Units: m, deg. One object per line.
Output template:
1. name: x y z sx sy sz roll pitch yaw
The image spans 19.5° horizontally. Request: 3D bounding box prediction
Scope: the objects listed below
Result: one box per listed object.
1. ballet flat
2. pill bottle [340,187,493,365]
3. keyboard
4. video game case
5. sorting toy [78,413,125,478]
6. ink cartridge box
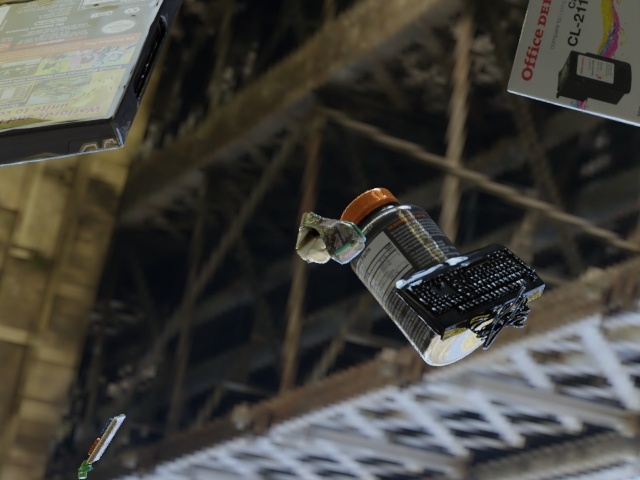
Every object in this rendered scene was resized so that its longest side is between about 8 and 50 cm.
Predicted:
1. ballet flat: 0.000 0.000 1.502 0.114 0.041 0.041 -167 -88 -72
2. pill bottle: 0.127 0.041 2.523 0.245 0.130 0.130 52 -52 28
3. keyboard: 0.159 0.045 1.773 0.100 0.192 0.038 45 -55 18
4. video game case: -0.279 -0.144 1.665 0.248 0.275 0.035 -76 155 -52
5. sorting toy: -0.240 0.223 2.007 0.083 0.012 0.062 -58 179 0
6. ink cartridge box: 0.270 -0.172 1.682 0.175 0.072 0.127 16 -82 21
